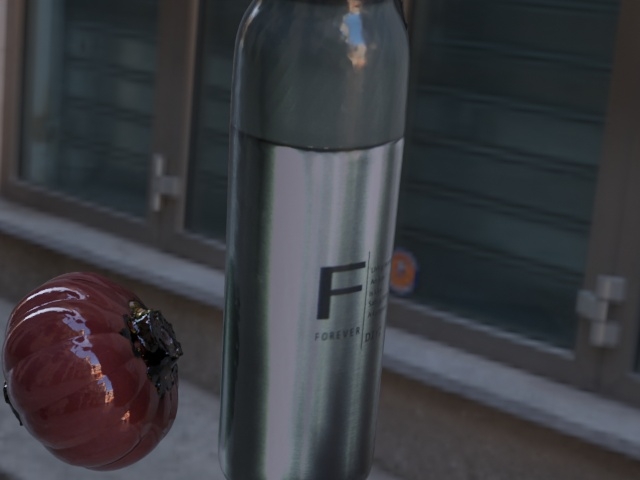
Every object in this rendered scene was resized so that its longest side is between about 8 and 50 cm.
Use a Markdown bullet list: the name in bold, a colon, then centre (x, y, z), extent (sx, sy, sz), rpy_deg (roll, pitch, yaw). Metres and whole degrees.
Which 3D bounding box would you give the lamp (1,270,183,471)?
- **lamp**: centre (-0.120, 0.068, 0.733), extent (0.092, 0.107, 0.107), rpy_deg (-27, 6, 14)

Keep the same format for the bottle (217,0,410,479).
- **bottle**: centre (0.000, 0.000, 0.649), extent (0.079, 0.253, 0.096), rpy_deg (21, 28, 37)
